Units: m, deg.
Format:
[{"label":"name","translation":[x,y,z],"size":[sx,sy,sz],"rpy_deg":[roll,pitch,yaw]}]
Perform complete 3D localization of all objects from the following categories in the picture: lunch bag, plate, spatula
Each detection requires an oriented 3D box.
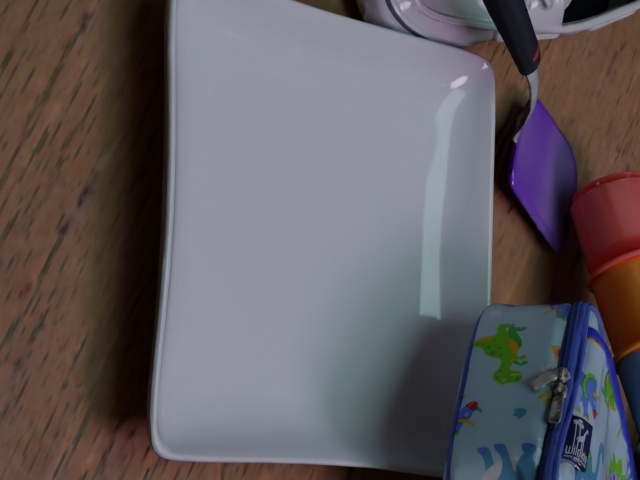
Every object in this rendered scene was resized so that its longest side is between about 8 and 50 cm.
[{"label":"lunch bag","translation":[0.145,0.154,1.130],"size":[0.176,0.090,0.219],"rpy_deg":[-70,151,-45]},{"label":"plate","translation":[0.000,0.000,1.088],"size":[0.277,0.045,0.278],"rpy_deg":[10,79,-43]},{"label":"spatula","translation":[0.133,-0.104,1.179],"size":[0.296,0.030,0.084],"rpy_deg":[67,35,-53]}]

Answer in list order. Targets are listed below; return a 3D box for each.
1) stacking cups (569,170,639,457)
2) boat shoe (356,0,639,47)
[{"label":"stacking cups","translation":[0.239,0.102,1.200],"size":[0.096,0.096,0.316],"rpy_deg":[5,59,-43]},{"label":"boat shoe","translation":[0.133,-0.180,1.207],"size":[0.258,0.084,0.095],"rpy_deg":[-14,96,-44]}]
